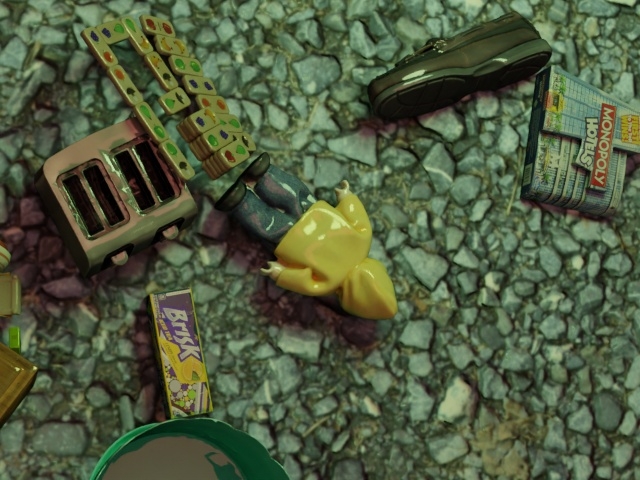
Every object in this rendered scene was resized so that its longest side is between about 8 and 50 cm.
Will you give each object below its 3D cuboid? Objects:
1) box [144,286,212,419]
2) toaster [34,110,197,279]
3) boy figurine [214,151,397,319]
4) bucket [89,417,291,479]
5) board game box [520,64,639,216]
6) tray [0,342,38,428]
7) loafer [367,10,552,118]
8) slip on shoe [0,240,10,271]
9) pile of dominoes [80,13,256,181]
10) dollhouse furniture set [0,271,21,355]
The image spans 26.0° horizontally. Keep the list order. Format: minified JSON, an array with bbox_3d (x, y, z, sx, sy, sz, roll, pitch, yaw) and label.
[{"bbox_3d":[-0.189,0.150,1.841,0.059,0.054,0.169,-9,86,-17],"label":"box"},{"bbox_3d":[-0.271,-0.065,1.818,0.168,0.110,0.186,-27,90,-19],"label":"toaster"},{"bbox_3d":[0.000,0.000,1.900,0.285,0.092,0.177,39,74,-9],"label":"boy figurine"},{"bbox_3d":[-0.174,0.356,1.750,0.281,0.183,0.281,2,82,-17],"label":"bucket"},{"bbox_3d":[0.406,-0.141,2.054,0.194,0.060,0.194,11,79,-14],"label":"board game box"},{"bbox_3d":[-0.569,0.125,1.662,0.411,0.076,0.203,34,59,0],"label":"tray"},{"bbox_3d":[0.189,-0.256,1.997,0.302,0.109,0.095,-18,68,-24],"label":"loafer"},{"bbox_3d":[-0.510,-0.089,1.752,0.331,0.123,0.101,44,69,-1],"label":"slip on shoe"},{"bbox_3d":[-0.184,-0.201,1.838,0.251,0.040,0.196,56,31,-3],"label":"pile of dominoes"},{"bbox_3d":[-0.425,0.119,1.793,0.076,0.058,0.152,-2,64,-9],"label":"dollhouse furniture set"}]
